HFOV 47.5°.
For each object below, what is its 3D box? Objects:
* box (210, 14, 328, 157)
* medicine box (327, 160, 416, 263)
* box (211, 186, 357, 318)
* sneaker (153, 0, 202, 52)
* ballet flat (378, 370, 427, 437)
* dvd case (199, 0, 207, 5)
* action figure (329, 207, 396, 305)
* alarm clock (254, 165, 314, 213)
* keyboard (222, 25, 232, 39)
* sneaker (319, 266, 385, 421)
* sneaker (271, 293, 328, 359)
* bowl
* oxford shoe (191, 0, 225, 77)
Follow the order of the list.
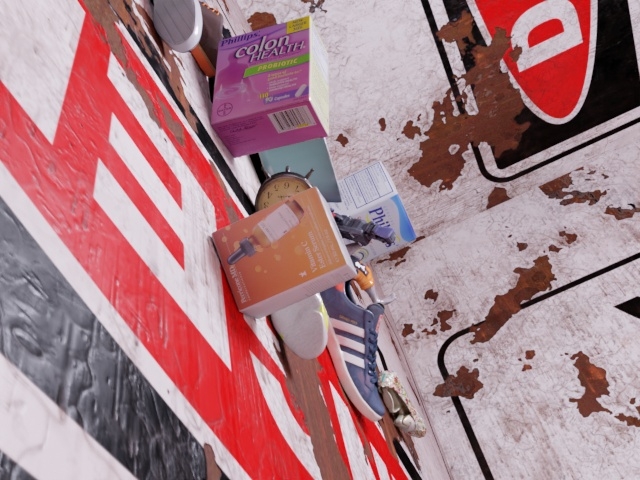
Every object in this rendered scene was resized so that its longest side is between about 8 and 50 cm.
[{"bbox_3d":[-0.100,-0.320,1.513,0.117,0.213,0.243,57,28,-52],"label":"box"},{"bbox_3d":[0.118,-0.065,2.267,0.263,0.289,0.149,57,10,-52],"label":"medicine box"},{"bbox_3d":[-0.052,0.021,1.069,0.091,0.170,0.130,49,17,-73],"label":"box"},{"bbox_3d":[-0.267,-0.436,1.388,0.091,0.094,0.258,49,16,-53],"label":"sneaker"},{"bbox_3d":[0.227,0.489,2.108,0.241,0.091,0.077,60,37,-10],"label":"ballet flat"},{"bbox_3d":[-0.298,-0.579,2.013,0.253,0.022,0.180,-108,171,-47],"label":"dvd case"},{"bbox_3d":[0.044,0.042,1.723,0.341,0.178,0.330,8,-43,56],"label":"action figure"},{"bbox_3d":[-0.070,-0.056,1.493,0.064,0.129,0.192,-98,-169,-78],"label":"alarm clock"},{"bbox_3d":[-0.273,-0.521,1.671,0.180,0.023,0.108,40,1,10],"label":"keyboard"},{"bbox_3d":[0.092,0.220,1.613,0.131,0.148,0.350,25,41,-81],"label":"sneaker"},{"bbox_3d":[-0.039,0.101,1.245,0.126,0.091,0.240,54,12,-63],"label":"sneaker"},{"bbox_3d":[-0.066,-0.221,1.799,0.311,0.163,0.312,164,-90,-90],"label":"bowl"},{"bbox_3d":[-0.268,-0.491,1.573,0.097,0.098,0.271,-107,170,-52],"label":"oxford shoe"}]
